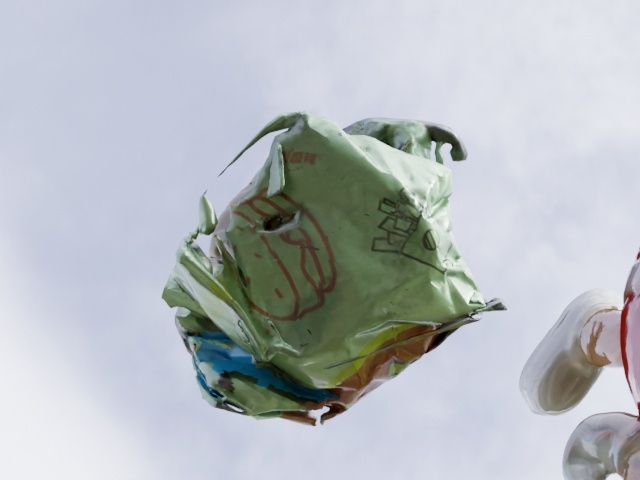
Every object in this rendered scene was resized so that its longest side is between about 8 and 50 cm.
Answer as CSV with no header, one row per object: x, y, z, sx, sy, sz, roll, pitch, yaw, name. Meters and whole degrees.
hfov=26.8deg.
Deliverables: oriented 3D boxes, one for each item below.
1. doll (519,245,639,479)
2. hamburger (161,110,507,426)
0.137,0.017,0.428,0.085,0.217,0.183,31,-87,-16,doll
-0.007,-0.005,1.065,0.261,0.276,0.150,-18,-38,12,hamburger
